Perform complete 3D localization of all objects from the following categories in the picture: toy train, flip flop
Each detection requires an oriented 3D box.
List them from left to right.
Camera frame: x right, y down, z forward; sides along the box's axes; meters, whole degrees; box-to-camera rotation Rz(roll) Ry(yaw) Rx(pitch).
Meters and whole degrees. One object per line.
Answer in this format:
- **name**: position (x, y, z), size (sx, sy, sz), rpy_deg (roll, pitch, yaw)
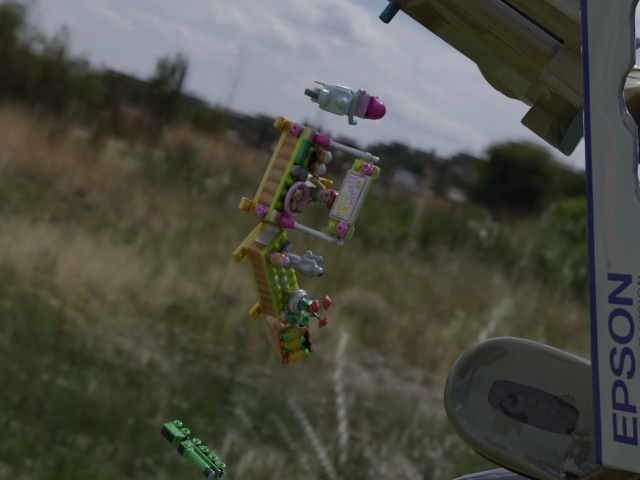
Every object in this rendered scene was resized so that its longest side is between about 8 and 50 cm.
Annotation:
- **toy train**: position (-0.126, 0.207, 1.671), size (0.083, 0.017, 0.023), rpy_deg (40, 34, 29)
- **flip flop**: position (0.203, 0.120, 1.075), size (0.277, 0.112, 0.080), rpy_deg (18, -20, 26)

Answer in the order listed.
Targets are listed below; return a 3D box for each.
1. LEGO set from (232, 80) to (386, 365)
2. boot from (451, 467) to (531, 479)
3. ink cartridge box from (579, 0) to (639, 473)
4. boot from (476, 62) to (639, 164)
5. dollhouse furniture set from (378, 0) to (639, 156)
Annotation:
- **LEGO set**: position (0.000, 0.000, 1.564), size (0.107, 0.287, 0.132), rpy_deg (21, 18, 29)
- **boot**: position (0.255, 0.159, 1.292), size (0.338, 0.118, 0.223), rpy_deg (-4, 34, 12)
- **ink cartridge box**: position (0.202, -0.054, 0.566), size (0.072, 0.304, 0.307), rpy_deg (-3, 3, -25)
- **boot**: position (0.281, -0.135, 1.634), size (0.262, 0.095, 0.203), rpy_deg (7, 20, -49)
- **dollhouse furniture set**: position (0.131, -0.243, 1.201), size (0.286, 0.198, 0.303), rpy_deg (36, -8, 8)
